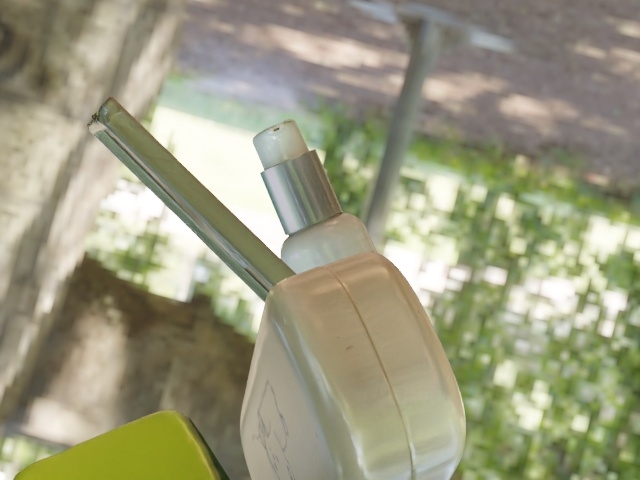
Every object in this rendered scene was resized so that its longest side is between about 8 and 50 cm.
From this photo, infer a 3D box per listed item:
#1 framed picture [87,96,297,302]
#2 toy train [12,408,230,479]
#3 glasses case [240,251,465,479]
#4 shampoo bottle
[{"bbox_3d":[-0.059,-0.003,1.131,0.213,0.016,0.289,45,176,-7],"label":"framed picture"},{"bbox_3d":[-0.059,0.239,0.626,0.272,0.179,0.442,-22,134,6],"label":"toy train"},{"bbox_3d":[0.007,0.070,0.679,0.050,0.083,0.196,-17,160,-12],"label":"glasses case"},{"bbox_3d":[0.000,0.000,1.460,0.074,0.192,0.074,-25,180,0],"label":"shampoo bottle"}]
